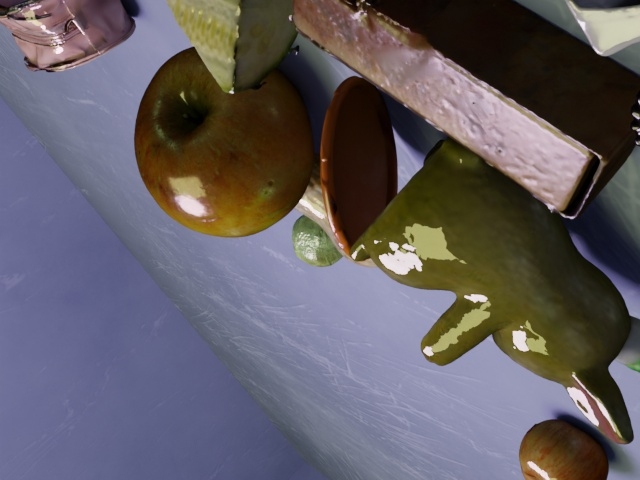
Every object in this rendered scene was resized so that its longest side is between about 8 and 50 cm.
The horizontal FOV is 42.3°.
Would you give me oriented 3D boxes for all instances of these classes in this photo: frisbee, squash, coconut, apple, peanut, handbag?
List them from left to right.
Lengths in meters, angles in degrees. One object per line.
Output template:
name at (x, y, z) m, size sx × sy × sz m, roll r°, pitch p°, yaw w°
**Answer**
handbag at (-0.376, -0.330, 1.198) m, size 0.205 × 0.179 × 0.116 m, roll 23°, pitch 146°, yaw 45°
squash at (-0.142, -0.294, 0.858) m, size 0.288 × 0.111 × 0.203 m, roll 27°, pitch 123°, yaw 33°
apple at (-0.115, -0.118, 1.025) m, size 0.237 × 0.237 × 0.207 m, roll 34°, pitch -178°, yaw 28°
coconut at (0.000, 0.000, 1.252) m, size 0.088 × 0.088 × 0.096 m, roll 30°, pitch 151°, yaw 38°
peanut at (0.027, -0.039, 1.104) m, size 0.206 × 0.087 × 0.087 m, roll 41°, pitch 161°, yaw 8°
frisbee at (0.035, -0.074, 0.863) m, size 0.035 × 0.192 × 0.192 m, roll 0°, pitch 140°, yaw 26°
apple at (0.344, 0.317, 1.175) m, size 0.126 × 0.102 × 0.126 m, roll 39°, pitch 162°, yaw 15°

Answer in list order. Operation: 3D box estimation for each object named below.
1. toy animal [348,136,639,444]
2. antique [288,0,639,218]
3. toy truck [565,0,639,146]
toy animal at (0.199, 0.058, 0.800) m, size 0.363 × 0.181 × 0.180 m, roll 51°, pitch 148°, yaw -10°
antique at (0.113, -0.150, 0.683) m, size 0.310 × 0.087 × 0.093 m, roll 38°, pitch 159°, yaw 19°
toy truck at (0.266, -0.064, 0.463) m, size 0.286 × 0.136 × 0.111 m, roll 52°, pitch 144°, yaw 1°
